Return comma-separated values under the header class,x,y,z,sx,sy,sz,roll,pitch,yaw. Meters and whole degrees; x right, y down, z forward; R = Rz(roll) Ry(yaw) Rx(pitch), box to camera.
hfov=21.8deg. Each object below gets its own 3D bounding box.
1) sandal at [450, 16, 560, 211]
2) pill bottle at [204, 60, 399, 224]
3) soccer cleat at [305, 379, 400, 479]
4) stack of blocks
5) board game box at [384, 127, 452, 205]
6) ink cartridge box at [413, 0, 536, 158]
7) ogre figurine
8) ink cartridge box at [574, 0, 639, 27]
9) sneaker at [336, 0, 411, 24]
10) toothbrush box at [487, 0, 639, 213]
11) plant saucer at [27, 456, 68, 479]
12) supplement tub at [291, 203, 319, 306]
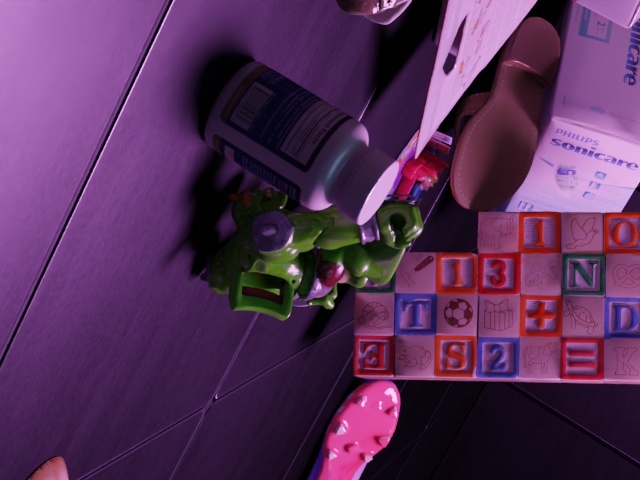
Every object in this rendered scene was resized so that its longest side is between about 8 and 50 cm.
class,x,y,z,sx,sy,sz,roll,pitch,yaw
sandal,0.182,-0.125,1.766,0.079,0.088,0.240,-17,-136,59
pill bottle,-0.011,-0.062,1.096,0.067,0.120,0.067,-53,166,-19
soccer cleat,0.030,0.276,2.163,0.095,0.083,0.248,-106,-144,-67
stack of blocks,0.186,0.059,1.710,0.087,0.297,0.171,33,57,-77
board game box,0.098,-0.053,1.715,0.133,0.033,0.169,-54,166,-20
ink cartridge box,0.134,-0.230,1.386,0.239,0.060,0.275,-51,166,-24
ogre figurine,-0.012,0.010,1.225,0.197,0.118,0.097,-172,-96,-67
ink cartridge box,0.295,-0.297,1.675,0.175,0.127,0.072,-42,157,-52
sneaker,0.040,-0.190,1.110,0.086,0.064,0.192,-64,170,4
toothbrush box,0.292,-0.115,1.905,0.295,0.126,0.216,111,-5,-56
plant saucer,-0.206,0.195,1.202,0.083,0.015,0.083,-54,166,-20
supplement tub,0.000,0.000,1.391,0.107,0.071,0.071,-46,162,-46
